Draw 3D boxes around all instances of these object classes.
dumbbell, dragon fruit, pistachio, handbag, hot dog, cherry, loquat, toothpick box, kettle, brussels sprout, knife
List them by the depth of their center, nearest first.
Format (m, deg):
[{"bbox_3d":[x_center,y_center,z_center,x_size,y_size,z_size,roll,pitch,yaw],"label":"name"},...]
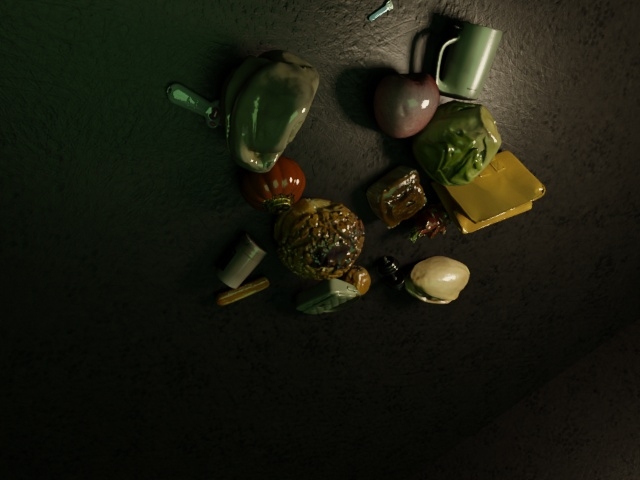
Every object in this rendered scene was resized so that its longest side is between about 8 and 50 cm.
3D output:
[{"bbox_3d":[0.199,-0.758,1.615,0.096,0.010,0.027,-35,127,-1],"label":"knife"},{"bbox_3d":[0.299,-0.465,1.704,0.239,0.206,0.240,-14,116,-31],"label":"cherry"},{"bbox_3d":[0.502,-0.638,1.738,0.240,0.165,0.255,2,119,-24],"label":"kettle"},{"bbox_3d":[-0.288,0.074,1.778,0.111,0.111,0.181,36,99,-36],"label":"toothpick box"},{"bbox_3d":[0.506,-0.353,1.825,0.327,0.247,0.328,-1,147,0],"label":"brussels sprout"},{"bbox_3d":[-0.302,0.193,1.876,0.215,0.047,0.066,-23,138,-14],"label":"hot dog"},{"bbox_3d":[0.042,0.242,1.987,0.219,0.079,0.256,21,143,-35],"label":"handbag"},{"bbox_3d":[0.682,-0.210,1.998,0.400,0.283,0.133,-21,159,-19],"label":"handbag"},{"bbox_3d":[0.439,-0.075,2.030,0.235,0.137,0.135,-30,125,-1],"label":"dragon fruit"},{"bbox_3d":[0.145,0.169,2.040,0.137,0.113,0.137,-5,108,-16],"label":"loquat"},{"bbox_3d":[0.309,0.142,2.109,0.099,0.099,0.209,-33,124,-6],"label":"dumbbell"},{"bbox_3d":[0.522,0.172,2.180,0.317,0.214,0.193,0,154,-27],"label":"pistachio"}]

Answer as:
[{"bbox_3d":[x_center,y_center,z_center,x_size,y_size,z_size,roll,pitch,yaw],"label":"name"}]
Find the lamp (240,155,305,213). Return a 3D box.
[{"bbox_3d":[-0.160,-0.190,1.642,0.223,0.197,0.223,-16,160,-6],"label":"lamp"}]

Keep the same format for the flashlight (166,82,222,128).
[{"bbox_3d":[-0.376,-0.419,1.502,0.200,0.047,0.093,23,105,-34],"label":"flashlight"}]

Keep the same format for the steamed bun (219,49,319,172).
[{"bbox_3d":[-0.174,-0.405,1.452,0.255,0.368,0.342,30,130,-11],"label":"steamed bun"}]

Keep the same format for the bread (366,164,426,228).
[{"bbox_3d":[0.306,-0.171,1.929,0.209,0.110,0.192,-32,127,-7],"label":"bread"}]

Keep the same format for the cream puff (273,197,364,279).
[{"bbox_3d":[0.000,0.000,1.804,0.327,0.231,0.343,-39,126,3],"label":"cream puff"}]
